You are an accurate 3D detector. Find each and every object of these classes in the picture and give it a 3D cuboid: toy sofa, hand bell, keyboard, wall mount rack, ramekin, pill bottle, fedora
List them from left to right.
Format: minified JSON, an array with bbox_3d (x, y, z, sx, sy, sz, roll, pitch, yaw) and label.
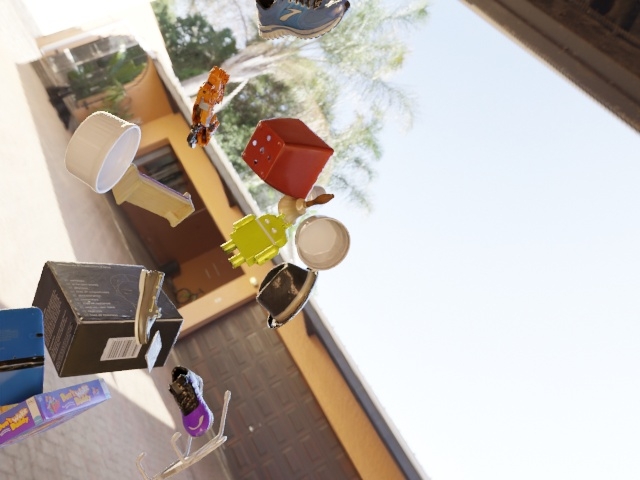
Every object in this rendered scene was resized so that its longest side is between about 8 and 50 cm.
[{"bbox_3d":[-0.772,-0.319,1.718,0.135,0.277,0.277,30,-13,-8],"label":"ramekin"},{"bbox_3d":[-0.761,-0.215,2.203,0.362,0.150,0.177,32,25,-58],"label":"toy sofa"},{"bbox_3d":[-0.658,0.436,1.917,0.256,0.014,0.072,-129,-152,-76],"label":"keyboard"},{"bbox_3d":[-0.434,0.664,1.633,0.130,0.350,0.304,57,28,7],"label":"wall mount rack"},{"bbox_3d":[-0.156,0.199,1.999,0.152,0.334,0.334,36,-8,-16],"label":"fedora"},{"bbox_3d":[-0.071,-0.211,2.352,0.131,0.131,0.229,61,25,10],"label":"pill bottle"},{"bbox_3d":[-0.039,-0.140,1.869,0.242,0.126,0.126,-13,-75,42],"label":"hand bell"},{"bbox_3d":[0.000,0.000,1.806,0.109,0.207,0.207,-132,-160,-65],"label":"ramekin"}]

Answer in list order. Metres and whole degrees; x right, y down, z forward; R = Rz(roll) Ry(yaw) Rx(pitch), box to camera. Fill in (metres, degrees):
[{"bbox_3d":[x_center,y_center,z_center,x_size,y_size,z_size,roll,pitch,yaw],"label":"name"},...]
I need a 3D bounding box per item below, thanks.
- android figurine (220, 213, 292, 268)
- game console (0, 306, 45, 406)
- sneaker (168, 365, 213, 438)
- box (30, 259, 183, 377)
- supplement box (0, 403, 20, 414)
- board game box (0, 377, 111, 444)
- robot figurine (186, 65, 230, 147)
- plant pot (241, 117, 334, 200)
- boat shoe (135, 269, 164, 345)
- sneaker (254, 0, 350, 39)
[{"bbox_3d":[-0.234,-0.008,1.815,0.248,0.272,0.056,52,-11,41],"label":"android figurine"},{"bbox_3d":[-0.959,0.342,1.381,0.173,0.293,0.250,-38,-119,48],"label":"game console"},{"bbox_3d":[-0.470,0.550,1.689,0.293,0.102,0.146,48,-12,53],"label":"sneaker"},{"bbox_3d":[-0.969,0.337,2.200,0.472,0.479,0.297,40,-69,38],"label":"box"},{"bbox_3d":[-1.157,0.581,1.785,0.080,0.078,0.233,31,-53,14],"label":"supplement box"},{"bbox_3d":[-0.863,0.544,1.524,0.078,0.233,0.347,62,2,10],"label":"board game box"},{"bbox_3d":[-0.404,-0.458,1.729,0.291,0.085,0.211,120,-11,-49],"label":"robot figurine"},{"bbox_3d":[-0.157,-0.348,1.977,0.267,0.235,0.267,48,-64,31],"label":"plant pot"},{"bbox_3d":[-0.689,0.268,1.953,0.109,0.091,0.305,130,-38,-67],"label":"boat shoe"},{"bbox_3d":[-0.067,-0.693,1.448,0.330,0.130,0.147,8,-40,28],"label":"sneaker"}]
